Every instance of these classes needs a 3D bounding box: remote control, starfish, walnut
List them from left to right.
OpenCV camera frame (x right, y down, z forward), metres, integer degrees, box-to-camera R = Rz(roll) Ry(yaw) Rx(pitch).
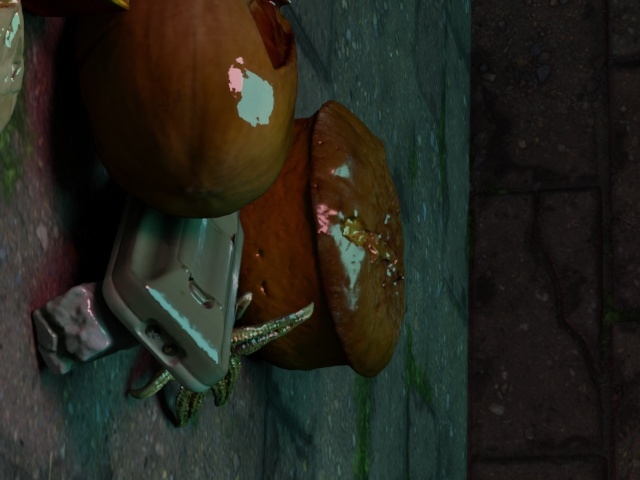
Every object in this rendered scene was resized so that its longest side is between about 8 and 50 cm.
[{"bbox_3d":[-0.118,-0.148,1.682,0.298,0.203,0.203,-108,-179,-49],"label":"walnut"},{"bbox_3d":[-0.118,0.012,1.712,0.128,0.065,0.335,46,15,-17],"label":"remote control"},{"bbox_3d":[-0.094,0.106,1.843,0.050,0.217,0.223,60,-30,21],"label":"starfish"}]

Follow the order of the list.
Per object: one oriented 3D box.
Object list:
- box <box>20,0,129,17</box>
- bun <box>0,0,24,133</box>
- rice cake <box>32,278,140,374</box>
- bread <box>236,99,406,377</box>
[{"bbox_3d":[-0.221,-0.348,1.530,0.197,0.089,0.313,25,62,-77],"label":"box"},{"bbox_3d":[-0.255,-0.143,1.230,0.220,0.134,0.220,-8,90,-68],"label":"bun"},{"bbox_3d":[-0.161,0.059,1.724,0.066,0.063,0.336,69,16,2],"label":"rice cake"},{"bbox_3d":[-0.001,0.004,2.176,0.312,0.172,0.312,-8,90,-77],"label":"bread"}]
